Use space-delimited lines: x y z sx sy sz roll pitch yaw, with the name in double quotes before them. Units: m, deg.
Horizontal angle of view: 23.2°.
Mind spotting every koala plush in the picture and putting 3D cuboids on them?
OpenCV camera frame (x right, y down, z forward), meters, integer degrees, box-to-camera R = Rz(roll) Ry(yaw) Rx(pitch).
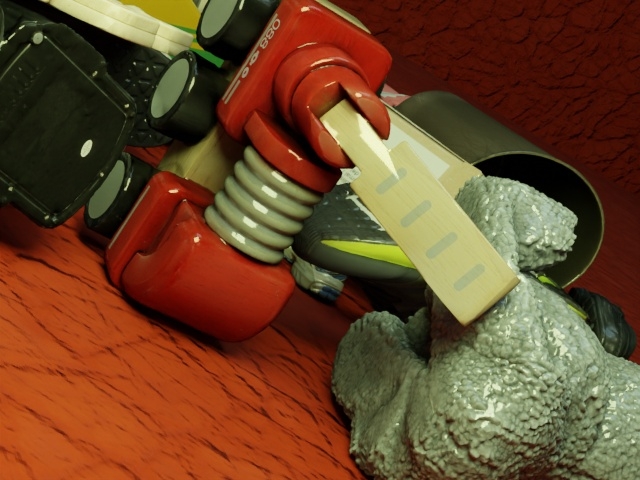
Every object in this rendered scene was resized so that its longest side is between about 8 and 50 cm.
"koala plush" 0.147 0.111 0.978 0.221 0.196 0.203 30 24 -19

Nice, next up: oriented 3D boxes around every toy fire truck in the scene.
"toy fire truck" -0.012 -0.018 0.948 0.158 0.217 0.246 28 14 -28

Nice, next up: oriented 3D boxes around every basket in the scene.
"basket" 0.159 -0.059 1.631 0.204 0.154 0.227 22 15 -30

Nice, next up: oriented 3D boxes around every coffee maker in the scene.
"coffee maker" -0.217 -0.110 0.910 0.178 0.120 0.171 28 -34 34

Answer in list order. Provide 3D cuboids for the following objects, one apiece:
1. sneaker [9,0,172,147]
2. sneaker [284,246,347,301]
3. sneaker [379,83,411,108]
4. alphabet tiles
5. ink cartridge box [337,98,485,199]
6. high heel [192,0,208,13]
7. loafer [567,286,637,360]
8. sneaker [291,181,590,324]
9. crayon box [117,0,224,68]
"sneaker" -0.204 -0.153 1.197 0.234 0.084 0.097 28 12 -28
"sneaker" 0.000 0.000 1.290 0.052 0.058 0.135 27 13 -28
"sneaker" 0.020 -0.180 1.995 0.136 0.116 0.314 29 1 32
"alphabet tiles" -0.225 -0.190 1.032 0.284 0.021 0.278 25 6 13
"ink cartridge box" 0.031 -0.051 1.337 0.234 0.088 0.193 38 -12 21
"high heel" -0.130 -0.272 1.550 0.093 0.261 0.186 3 32 -43
"loafer" 0.298 0.097 1.640 0.078 0.076 0.223 26 8 0
"sneaker" 0.082 0.051 1.141 0.300 0.121 0.111 24 12 -43
"crayon box" -0.184 -0.210 1.339 0.202 0.081 0.318 40 -7 31
